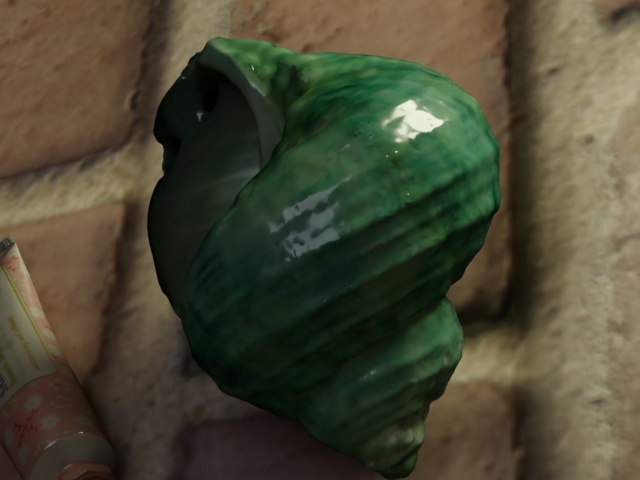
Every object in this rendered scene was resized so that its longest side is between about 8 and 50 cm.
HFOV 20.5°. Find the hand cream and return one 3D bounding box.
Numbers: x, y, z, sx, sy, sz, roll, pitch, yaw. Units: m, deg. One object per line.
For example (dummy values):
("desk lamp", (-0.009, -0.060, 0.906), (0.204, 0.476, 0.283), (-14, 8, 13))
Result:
("hand cream", (-0.150, 0.066, 0.884), (0.067, 0.043, 0.210), (-39, 40, -3))

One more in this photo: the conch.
("conch", (0.002, 0.003, 0.787), (0.196, 0.134, 0.202), (133, 147, -52))
